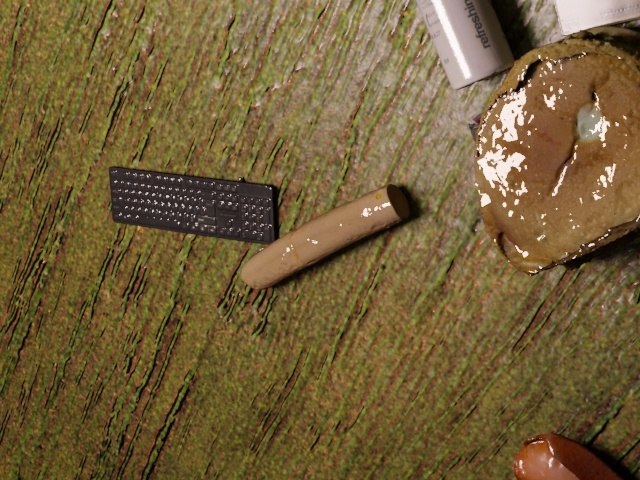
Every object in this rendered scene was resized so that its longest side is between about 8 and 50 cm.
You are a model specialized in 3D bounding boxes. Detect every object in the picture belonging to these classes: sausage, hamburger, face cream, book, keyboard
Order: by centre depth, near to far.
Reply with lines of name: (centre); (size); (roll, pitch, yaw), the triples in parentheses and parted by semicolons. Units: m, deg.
hamburger: (0.333, -0.117, 1.730); (0.318, 0.195, 0.277); (-26, 87, 32)
book: (0.339, -0.363, 1.759); (0.138, 0.016, 0.199); (-9, 99, 34)
face cream: (0.154, -0.352, 1.837); (0.092, 0.092, 0.311); (-22, 91, 35)
sausage: (0.400, 0.376, 1.891); (0.330, 0.102, 0.102); (41, 121, 15)
sausage: (-0.001, -0.001, 2.053); (0.301, 0.066, 0.066); (-29, 88, 34)
keyboard: (-0.200, -0.058, 2.187); (0.309, 0.018, 0.101); (9, 109, 30)
